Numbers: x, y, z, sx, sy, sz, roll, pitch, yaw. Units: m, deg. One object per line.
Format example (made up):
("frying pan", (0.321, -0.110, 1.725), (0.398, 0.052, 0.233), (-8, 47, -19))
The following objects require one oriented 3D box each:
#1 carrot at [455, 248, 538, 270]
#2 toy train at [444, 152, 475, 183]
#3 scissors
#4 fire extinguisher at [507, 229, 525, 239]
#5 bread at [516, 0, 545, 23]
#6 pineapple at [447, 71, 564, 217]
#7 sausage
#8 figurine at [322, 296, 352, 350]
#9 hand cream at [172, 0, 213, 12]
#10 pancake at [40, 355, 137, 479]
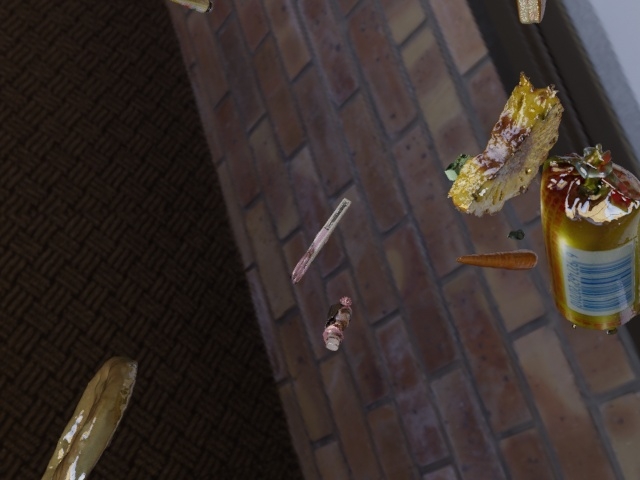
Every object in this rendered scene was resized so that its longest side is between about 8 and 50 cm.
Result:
("carrot", (0.372, 0.042, 1.783), (0.216, 0.048, 0.048), (0, 64, -29))
("toy train", (0.314, -0.162, 1.884), (0.083, 0.033, 0.053), (-53, 125, -27))
("scissors", (0.000, 0.000, 1.480), (0.022, 0.085, 0.176), (33, 81, 11))
("fire extinguisher", (0.539, -0.017, 2.327), (0.038, 0.083, 0.025), (-36, 95, -4))
("bread", (0.345, -0.414, 1.382), (0.062, 0.043, 0.109), (-52, 137, -42))
("pineapple", (0.293, -0.131, 1.304), (0.079, 0.233, 0.135), (43, 14, 35))
("sausage", (0.308, -0.015, 0.956), (0.117, 0.317, 0.125), (-30, 55, -1))
("figurine", (0.035, 0.182, 1.874), (0.054, 0.072, 0.129), (16, 36, 8))
("hand cream", (-0.182, -0.318, 1.105), (0.102, 0.022, 0.035), (5, 47, -50))
("pancake", (-0.314, 0.275, 1.090), (0.049, 0.294, 0.294), (26, 51, -12))
